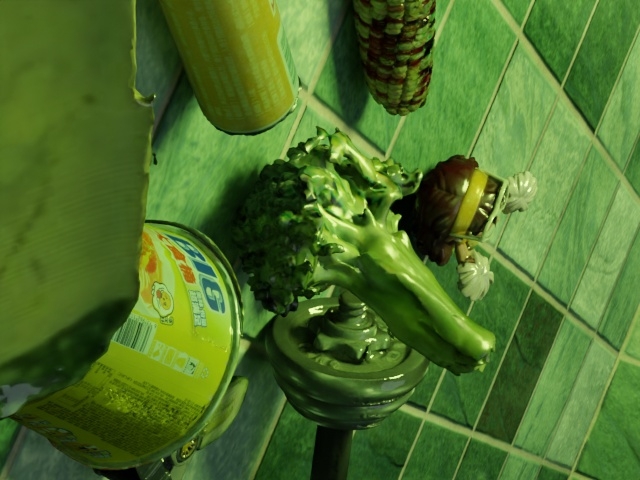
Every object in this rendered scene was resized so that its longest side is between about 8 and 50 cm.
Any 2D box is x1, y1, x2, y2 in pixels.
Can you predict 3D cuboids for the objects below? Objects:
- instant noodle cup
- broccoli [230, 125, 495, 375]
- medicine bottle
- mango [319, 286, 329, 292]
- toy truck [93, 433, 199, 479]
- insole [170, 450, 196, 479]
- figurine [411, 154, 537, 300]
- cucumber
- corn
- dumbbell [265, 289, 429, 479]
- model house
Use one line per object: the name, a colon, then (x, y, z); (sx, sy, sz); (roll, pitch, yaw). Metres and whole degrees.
instant noodle cup: (-0.178, 0.063, 1.207); (0.153, 0.205, 0.205); (30, 82, -60)
broccoli: (0.051, 0.013, 1.570); (0.177, 0.275, 0.198); (-58, -171, 40)
medicine bottle: (-0.097, -0.234, 1.233); (0.108, 0.108, 0.426); (-58, 155, -23)
mango: (0.000, 0.000, 1.677); (0.079, 0.057, 0.114); (-29, -138, 58)
toy truck: (-0.171, 0.160, 1.427); (0.092, 0.083, 0.192); (-51, 152, -25)
insole: (-0.143, 0.221, 1.634); (0.065, 0.004, 0.197); (24, 87, -66)
figurine: (0.176, -0.029, 1.976); (0.175, 0.116, 0.240); (-63, 162, -7)
cucumber: (-0.106, 0.163, 1.619); (0.107, 0.035, 0.067); (-23, 129, -70)
corn: (0.075, -0.229, 1.633); (0.086, 0.086, 0.253); (-53, 154, -32)
dumbbell: (0.012, 0.235, 1.767); (0.179, 0.179, 0.406); (-35, 139, -52)
model house: (-0.251, -0.089, 0.848); (0.261, 0.266, 0.321); (-16, 136, -24)
